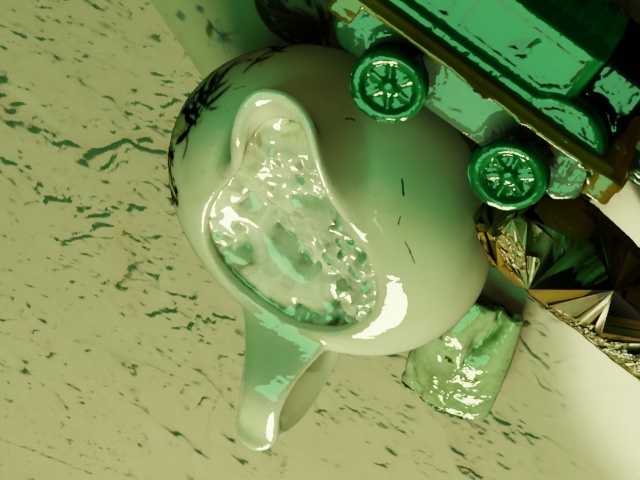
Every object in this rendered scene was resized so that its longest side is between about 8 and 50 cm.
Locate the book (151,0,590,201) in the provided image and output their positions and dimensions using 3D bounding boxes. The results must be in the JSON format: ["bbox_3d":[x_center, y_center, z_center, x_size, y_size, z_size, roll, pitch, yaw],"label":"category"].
[{"bbox_3d":[0.001,-0.126,1.164,0.228,0.018,0.322,-10,122,47],"label":"book"}]

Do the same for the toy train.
[{"bbox_3d":[0.100,-0.108,1.029,0.227,0.091,0.136,34,126,-2],"label":"toy train"}]

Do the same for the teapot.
[{"bbox_3d":[0.000,0.000,1.160,0.208,0.166,0.300,15,128,11],"label":"teapot"}]

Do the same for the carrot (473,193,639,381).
[{"bbox_3d":[0.181,0.044,1.121,0.228,0.069,0.069,40,147,-25],"label":"carrot"}]

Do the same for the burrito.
[{"bbox_3d":[0.092,0.071,1.276,0.074,0.044,0.118,35,148,13],"label":"burrito"}]
